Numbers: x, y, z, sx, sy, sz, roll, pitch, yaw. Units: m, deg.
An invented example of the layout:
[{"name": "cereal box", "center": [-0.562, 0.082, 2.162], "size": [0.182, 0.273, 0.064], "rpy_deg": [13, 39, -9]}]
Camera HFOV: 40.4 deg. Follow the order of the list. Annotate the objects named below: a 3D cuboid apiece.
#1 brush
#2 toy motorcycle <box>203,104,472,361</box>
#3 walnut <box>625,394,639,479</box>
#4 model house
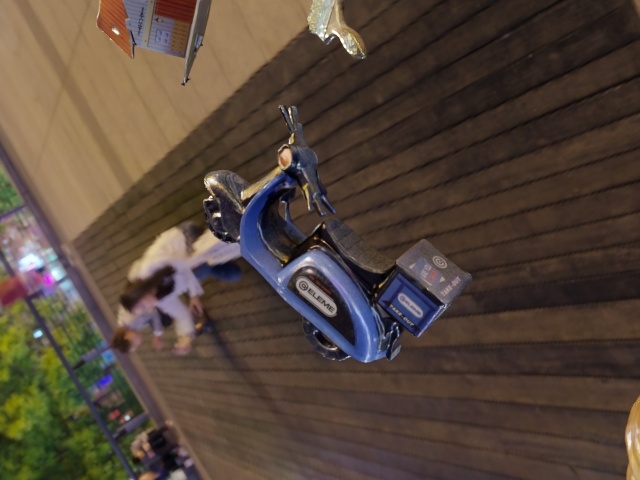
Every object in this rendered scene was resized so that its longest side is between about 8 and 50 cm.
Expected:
[{"name": "brush", "center": [0.023, -0.265, 1.086], "size": [0.196, 0.021, 0.070], "rpy_deg": [-117, 41, -54]}, {"name": "toy motorcycle", "center": [0.000, 0.000, 1.109], "size": [0.358, 0.125, 0.213], "rpy_deg": [41, 126, 11]}, {"name": "walnut", "center": [0.496, 0.278, 1.002], "size": [0.333, 0.332, 0.333], "rpy_deg": [48, 157, 28]}, {"name": "model house", "center": [-0.192, -0.319, 1.022], "size": [0.207, 0.135, 0.219], "rpy_deg": [-85, 10, -57]}]
